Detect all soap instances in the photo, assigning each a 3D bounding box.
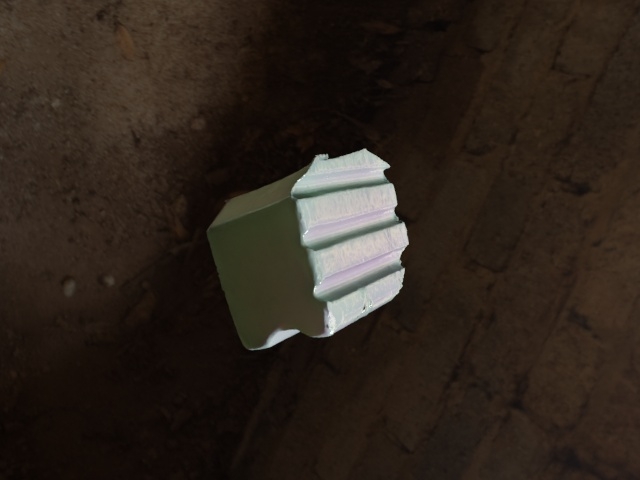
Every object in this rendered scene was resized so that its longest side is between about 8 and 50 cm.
[{"bbox_3d":[0.000,0.000,0.720,0.230,0.091,0.145,-16,91,-66],"label":"soap"}]
